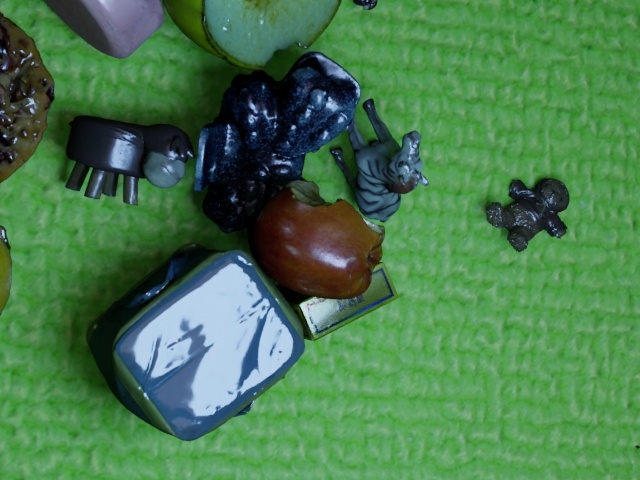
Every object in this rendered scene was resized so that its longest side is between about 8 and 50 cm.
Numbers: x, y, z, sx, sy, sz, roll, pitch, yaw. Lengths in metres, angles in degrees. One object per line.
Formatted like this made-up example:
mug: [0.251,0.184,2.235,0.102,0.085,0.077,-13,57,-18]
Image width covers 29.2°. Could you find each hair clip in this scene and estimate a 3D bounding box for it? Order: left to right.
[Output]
hair clip: [-0.071,-0.117,1.740,0.206,0.194,0.310,14,113,1]

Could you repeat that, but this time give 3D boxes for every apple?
apple: [-0.001,0.007,1.614,0.158,0.156,0.147,32,69,24]

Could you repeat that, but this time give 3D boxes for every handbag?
handbag: [-0.177,0.137,1.703,0.263,0.241,0.222,-42,102,-12]

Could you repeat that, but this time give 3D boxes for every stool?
stool: [-0.269,-0.112,1.715,0.217,0.125,0.121,13,94,20]

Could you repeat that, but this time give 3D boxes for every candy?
candy: [-0.320,-0.360,1.653,0.094,0.255,0.255,-45,102,-12]

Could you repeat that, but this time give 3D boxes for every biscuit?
biscuit: [-0.534,-0.216,1.678,0.334,0.081,0.289,30,80,-14]

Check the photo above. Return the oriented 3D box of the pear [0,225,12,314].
pear: [-0.539,0.059,1.611,0.267,0.178,0.267,-4,105,-13]

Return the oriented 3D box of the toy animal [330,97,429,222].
toy animal: [0.079,-0.124,1.787,0.089,0.255,0.170,-16,80,-8]

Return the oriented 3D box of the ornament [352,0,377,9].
ornament: [0.019,-0.430,1.852,0.203,0.081,0.088,42,78,-13]

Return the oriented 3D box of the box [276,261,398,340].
box: [0.006,0.082,1.769,0.141,0.220,0.064,-25,100,-16]

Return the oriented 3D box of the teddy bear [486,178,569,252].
teddy bear: [0.331,-0.038,1.956,0.160,0.078,0.119,-33,77,-32]

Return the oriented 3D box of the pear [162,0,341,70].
pear: [-0.131,-0.373,1.728,0.292,0.292,0.159,-11,135,-17]
